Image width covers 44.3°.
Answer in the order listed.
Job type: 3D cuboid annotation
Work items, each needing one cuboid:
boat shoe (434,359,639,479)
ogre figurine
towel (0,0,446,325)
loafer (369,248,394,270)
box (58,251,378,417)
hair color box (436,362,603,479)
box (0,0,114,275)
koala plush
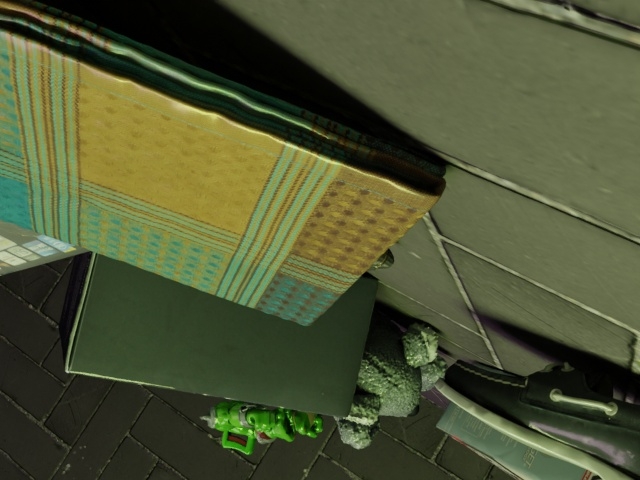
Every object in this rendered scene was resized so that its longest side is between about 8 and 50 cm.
[{"bbox_3d":[0.237,0.158,0.690,0.302,0.091,0.114,22,176,41],"label":"boat shoe"},{"bbox_3d":[-0.081,0.246,1.083,0.118,0.096,0.197,-2,-175,21],"label":"ogre figurine"},{"bbox_3d":[-0.136,-0.050,0.526,0.370,0.040,0.271,20,153,-10],"label":"towel"},{"bbox_3d":[0.000,0.000,0.748,0.061,0.062,0.170,33,174,-35],"label":"loafer"},{"bbox_3d":[-0.152,0.089,1.036,0.343,0.179,0.312,13,177,-19],"label":"box"},{"bbox_3d":[0.315,0.269,0.957,0.185,0.113,0.374,35,170,-15],"label":"hair color box"},{"bbox_3d":[-0.313,-0.101,0.672,0.395,0.097,0.318,-11,145,43],"label":"box"},{"bbox_3d":[0.076,0.188,1.120,0.203,0.196,0.221,51,173,-5],"label":"koala plush"}]
